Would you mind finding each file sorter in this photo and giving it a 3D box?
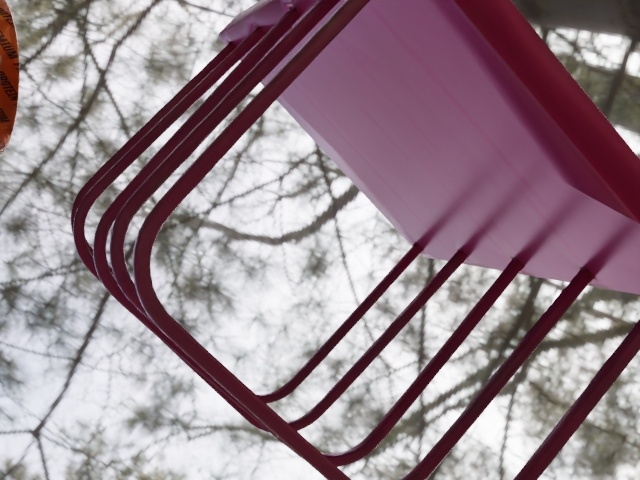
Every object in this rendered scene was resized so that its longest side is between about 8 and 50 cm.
[{"bbox_3d":[0.000,0.000,0.516,0.202,0.291,0.182,46,-101,-15],"label":"file sorter"}]

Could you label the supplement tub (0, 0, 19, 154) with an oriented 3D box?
[{"bbox_3d":[-0.462,-0.158,0.918,0.338,0.207,0.207,-2,-70,-32],"label":"supplement tub"}]
